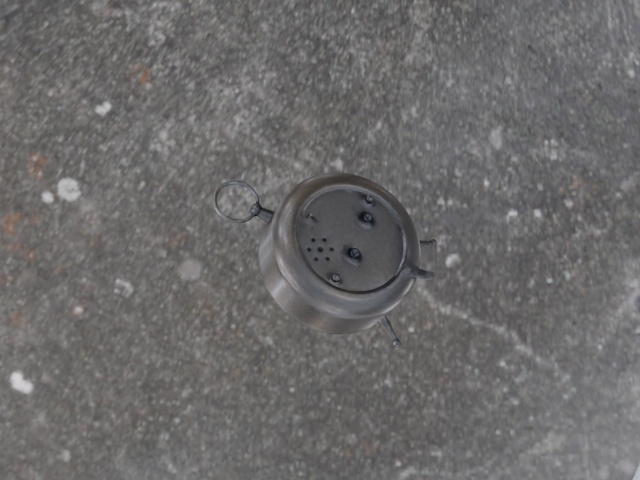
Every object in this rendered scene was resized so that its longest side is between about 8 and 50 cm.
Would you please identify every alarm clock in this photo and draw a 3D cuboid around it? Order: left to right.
[{"bbox_3d":[0.000,0.000,0.840,0.192,0.129,0.064,24,152,-4],"label":"alarm clock"}]

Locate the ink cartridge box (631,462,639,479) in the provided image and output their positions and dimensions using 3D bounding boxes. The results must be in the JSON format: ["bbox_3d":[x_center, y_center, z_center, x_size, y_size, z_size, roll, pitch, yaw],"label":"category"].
[{"bbox_3d":[0.342,0.205,0.733,0.119,0.207,0.353,21,94,-37],"label":"ink cartridge box"}]
